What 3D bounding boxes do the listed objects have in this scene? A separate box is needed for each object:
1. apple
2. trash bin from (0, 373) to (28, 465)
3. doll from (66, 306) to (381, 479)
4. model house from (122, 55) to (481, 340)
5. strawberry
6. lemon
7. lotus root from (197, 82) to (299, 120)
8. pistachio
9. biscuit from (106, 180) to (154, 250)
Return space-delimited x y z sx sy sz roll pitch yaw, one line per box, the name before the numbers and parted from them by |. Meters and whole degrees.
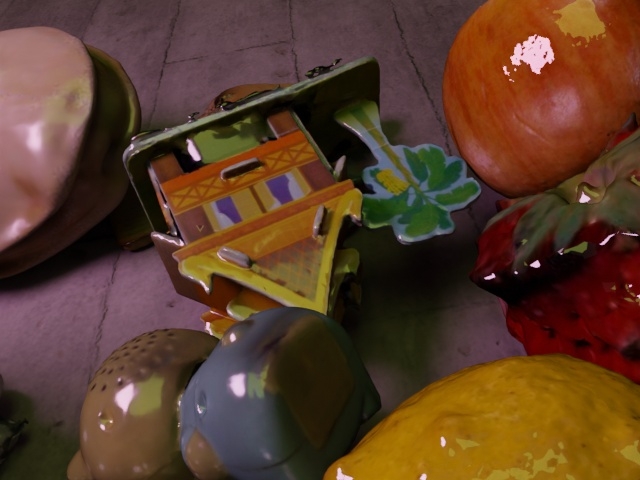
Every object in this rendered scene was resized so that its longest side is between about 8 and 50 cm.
apple | 0.277 -0.178 0.753 0.285 0.286 0.233 -26 85 -15
trash bin | -0.481 0.115 0.599 0.295 0.368 0.256 20 49 16
doll | -0.100 0.154 0.600 0.260 0.162 0.177 -15 24 32
model house | 0.000 0.000 0.779 0.357 0.243 0.313 -23 59 -14
strawberry | 0.322 0.044 0.581 0.291 0.310 0.292 -37 23 19
lemon | 0.119 0.221 0.432 0.316 0.285 0.286 -28 35 25
lotus root | -0.045 -0.155 0.953 0.303 0.131 0.146 -11 41 -41
pistachio | -0.459 -0.125 0.939 0.445 0.281 0.366 -9 71 21
biscuit | -0.204 -0.078 1.011 0.254 0.029 0.172 -24 43 -13
